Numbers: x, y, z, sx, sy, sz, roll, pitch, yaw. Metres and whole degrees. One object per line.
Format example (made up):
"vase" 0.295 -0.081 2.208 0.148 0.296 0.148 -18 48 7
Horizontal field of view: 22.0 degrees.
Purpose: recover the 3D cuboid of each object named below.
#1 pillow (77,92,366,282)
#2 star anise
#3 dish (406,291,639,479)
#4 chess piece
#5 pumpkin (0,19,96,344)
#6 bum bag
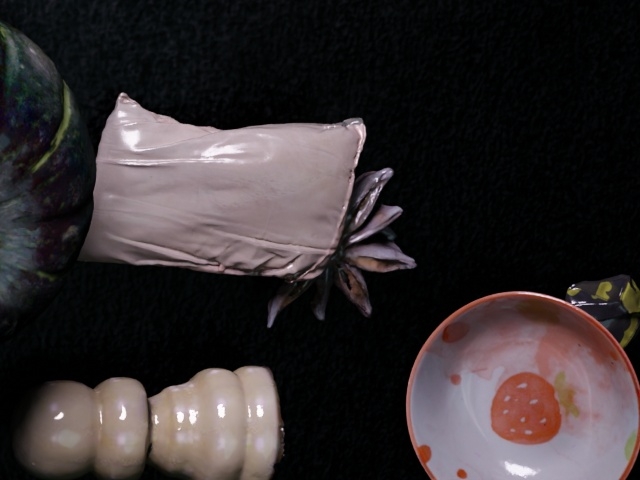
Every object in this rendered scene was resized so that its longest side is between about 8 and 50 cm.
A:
"pillow" -0.100 -0.049 1.593 0.270 0.067 0.173 6 104 -11
"star anise" 0.000 0.000 1.683 0.182 0.065 0.195 -19 117 -11
"dish" 0.230 0.181 1.814 0.260 0.085 0.260 2 96 18
"chess piece" -0.179 0.187 1.652 0.260 0.143 0.143 5 110 -19
"pumpkin" -0.347 -0.049 1.397 0.323 0.241 0.323 -12 117 -26
"bum bag" 0.289 0.138 1.870 0.106 0.060 0.232 24 101 -13
